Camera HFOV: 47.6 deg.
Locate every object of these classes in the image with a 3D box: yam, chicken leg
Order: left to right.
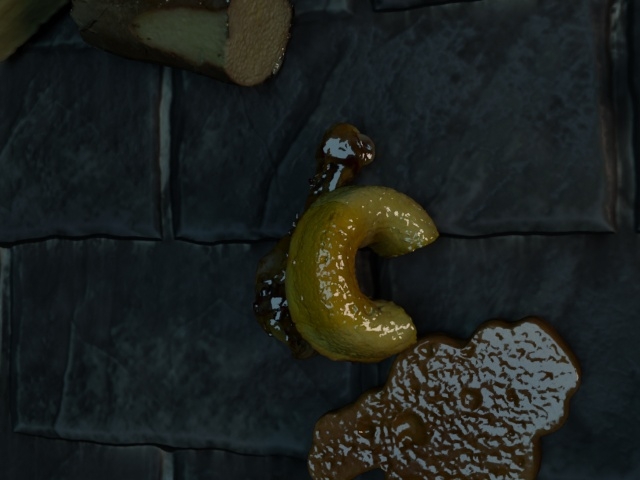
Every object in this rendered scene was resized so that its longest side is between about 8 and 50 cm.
[{"bbox_3d":[-0.160,-0.255,0.803,0.238,0.128,0.129,19,96,21],"label":"yam"},{"bbox_3d":[-0.002,0.000,0.762,0.107,0.087,0.251,17,87,-11],"label":"chicken leg"}]

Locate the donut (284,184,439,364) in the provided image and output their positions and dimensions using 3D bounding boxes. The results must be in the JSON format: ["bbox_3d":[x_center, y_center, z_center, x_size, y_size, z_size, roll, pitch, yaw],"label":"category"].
[{"bbox_3d":[0.039,0.027,0.695,0.146,0.078,0.181,22,80,-21],"label":"donut"}]

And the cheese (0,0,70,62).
[{"bbox_3d":[-0.398,-0.398,0.906,0.265,0.124,0.242,-35,73,18],"label":"cheese"}]

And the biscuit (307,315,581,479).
[{"bbox_3d":[0.125,0.190,0.722,0.295,0.044,0.186,-38,79,17],"label":"biscuit"}]
